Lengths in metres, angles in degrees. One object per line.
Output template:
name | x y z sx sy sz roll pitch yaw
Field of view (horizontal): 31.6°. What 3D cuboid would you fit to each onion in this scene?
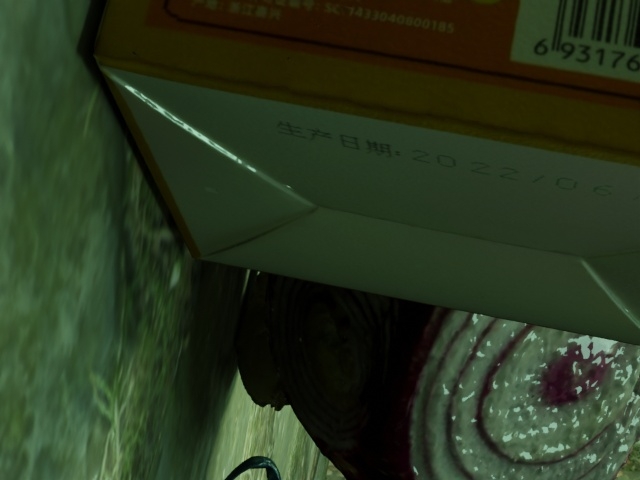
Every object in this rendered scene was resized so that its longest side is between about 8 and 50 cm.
onion | 0.088 0.038 0.812 0.260 0.282 0.337 34 -47 47

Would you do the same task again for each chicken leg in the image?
chicken leg | -0.031 0.045 0.932 0.085 0.069 0.198 46 44 -54

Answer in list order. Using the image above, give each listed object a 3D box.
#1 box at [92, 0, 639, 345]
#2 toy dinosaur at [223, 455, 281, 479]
box | 0.076 -0.096 0.533 0.259 0.283 0.214 84 19 -74
toy dinosaur | -0.072 0.342 0.947 0.147 0.076 0.363 -11 116 -74
